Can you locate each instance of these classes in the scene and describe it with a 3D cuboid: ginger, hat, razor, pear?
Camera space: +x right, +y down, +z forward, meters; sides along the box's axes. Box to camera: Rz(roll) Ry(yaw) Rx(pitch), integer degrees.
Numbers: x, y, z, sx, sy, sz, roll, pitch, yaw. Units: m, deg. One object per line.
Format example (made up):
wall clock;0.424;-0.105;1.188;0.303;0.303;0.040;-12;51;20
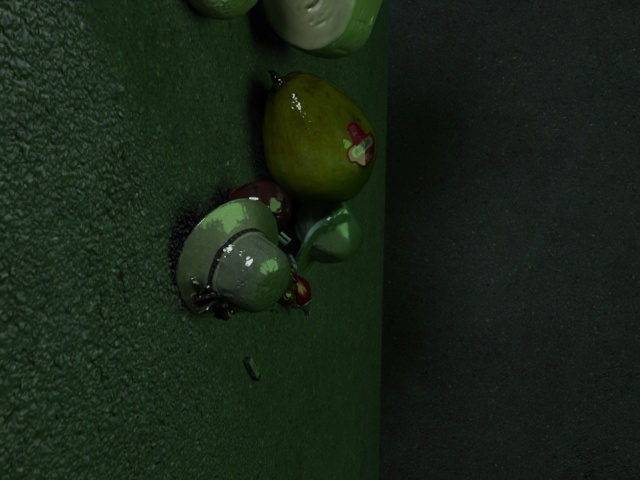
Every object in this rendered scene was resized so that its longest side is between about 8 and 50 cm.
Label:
ginger;-0.115;0.106;1.424;0.103;0.073;0.162;-95;162;-53
hat;-0.132;0.058;1.063;0.257;0.130;0.257;-31;134;-37
razor;-0.106;-0.092;1.522;0.084;0.036;0.211;44;39;-40
pear;-0.019;-0.268;1.407;0.375;0.287;0.287;54;33;-26

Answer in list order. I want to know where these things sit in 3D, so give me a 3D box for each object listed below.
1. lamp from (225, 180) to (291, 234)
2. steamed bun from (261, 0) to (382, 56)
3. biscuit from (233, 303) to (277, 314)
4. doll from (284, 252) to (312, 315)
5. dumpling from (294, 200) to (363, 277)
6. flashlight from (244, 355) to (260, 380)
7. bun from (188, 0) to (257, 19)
lamp;-0.144;-0.066;1.210;0.135;0.156;0.157;55;-34;23
steamed bun;0.009;-0.692;1.372;0.371;0.290;0.455;-45;155;-71
biscuit;-0.153;0.154;1.369;0.292;0.026;0.048;23;65;-73
doll;-0.072;0.130;1.562;0.102;0.075;0.227;-58;138;-36
dumpling;0.024;-0.016;1.656;0.320;0.212;0.269;51;44;-53
flashlight;-0.163;0.309;1.352;0.083;0.018;0.018;75;23;-43
bun;-0.174;-0.541;1.046;0.244;0.153;0.243;-4;90;-73
